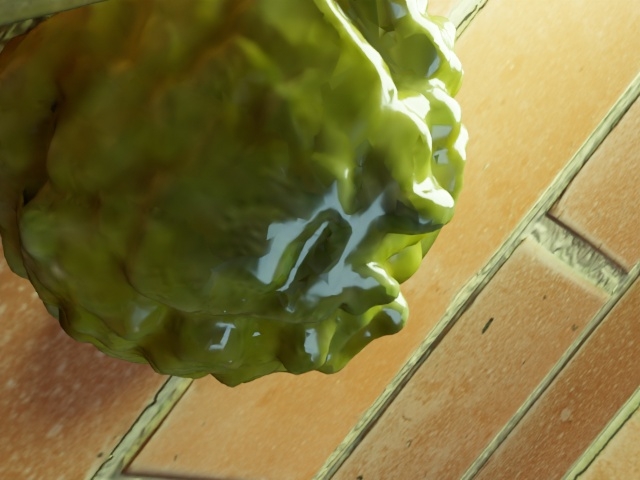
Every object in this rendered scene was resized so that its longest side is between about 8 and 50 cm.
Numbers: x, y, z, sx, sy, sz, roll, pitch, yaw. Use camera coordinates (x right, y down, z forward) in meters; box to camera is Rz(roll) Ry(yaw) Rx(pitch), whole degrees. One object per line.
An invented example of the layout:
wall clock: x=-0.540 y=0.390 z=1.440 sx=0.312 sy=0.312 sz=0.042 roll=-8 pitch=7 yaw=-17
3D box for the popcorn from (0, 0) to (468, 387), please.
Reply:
popcorn: x=-0.043 y=-0.045 z=0.707 sx=0.249 sy=0.249 sz=0.225 roll=-48 pitch=-179 yaw=1

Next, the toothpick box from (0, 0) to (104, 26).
toothpick box: x=-0.124 y=-0.214 z=0.336 sx=0.187 sy=0.190 sz=0.308 roll=-24 pitch=134 yaw=-40

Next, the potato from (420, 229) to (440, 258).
potato: x=0.000 y=0.000 z=0.914 sx=0.272 sy=0.111 sz=0.160 roll=-37 pitch=148 yaw=-21
